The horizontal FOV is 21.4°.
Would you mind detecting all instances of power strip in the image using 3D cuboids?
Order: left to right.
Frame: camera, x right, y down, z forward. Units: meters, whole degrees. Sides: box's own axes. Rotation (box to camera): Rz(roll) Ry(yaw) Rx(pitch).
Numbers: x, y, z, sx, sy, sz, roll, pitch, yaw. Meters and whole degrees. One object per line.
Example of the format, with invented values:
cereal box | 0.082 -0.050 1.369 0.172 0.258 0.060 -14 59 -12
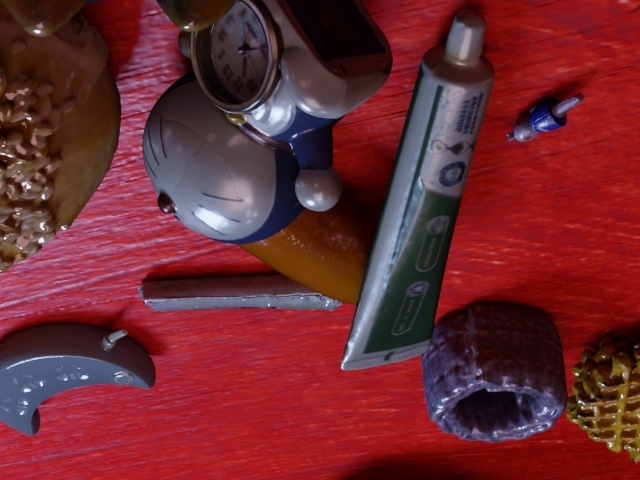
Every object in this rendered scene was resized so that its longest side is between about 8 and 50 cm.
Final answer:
power strip | -0.272 0.139 1.803 0.216 0.044 0.137 -25 137 29

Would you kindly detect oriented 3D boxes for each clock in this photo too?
clock | -0.050 -0.099 1.395 0.146 0.200 0.243 -21 159 -45

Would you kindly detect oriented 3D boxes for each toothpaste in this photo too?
toothpaste | 0.092 -0.035 1.507 0.098 0.061 0.392 -10 133 -26

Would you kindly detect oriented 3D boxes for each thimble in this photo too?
thimble | 0.183 0.141 1.773 0.150 0.098 0.150 -1 144 -1

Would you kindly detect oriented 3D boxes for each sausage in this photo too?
sausage | 0.000 0.000 1.585 0.238 0.098 0.098 31 133 -33

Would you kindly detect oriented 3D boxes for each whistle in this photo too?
whistle | 0.200 -0.108 1.498 0.083 0.029 0.033 -30 172 40

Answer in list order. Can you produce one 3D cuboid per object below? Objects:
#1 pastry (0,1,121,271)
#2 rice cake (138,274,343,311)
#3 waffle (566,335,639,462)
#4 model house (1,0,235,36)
pastry | -0.314 -0.074 1.397 0.284 0.184 0.315 29 134 -35
rice cake | -0.080 0.053 1.701 0.207 0.033 0.033 -2 142 1
waffle | 0.365 0.161 1.833 0.193 0.070 0.197 18 137 -24
model house | -0.137 -0.236 1.105 0.184 0.291 0.253 -1 144 8
